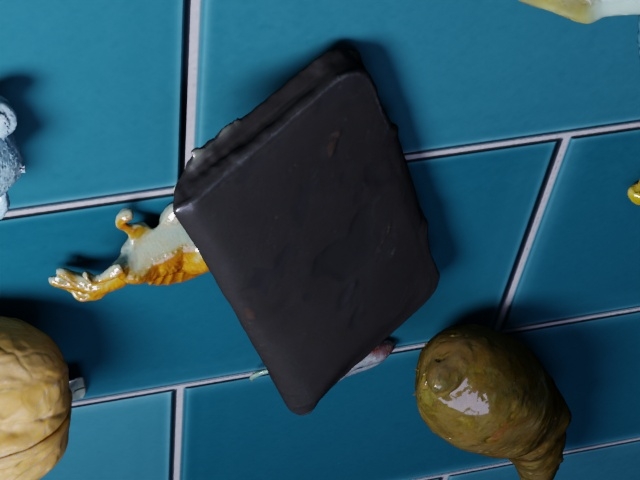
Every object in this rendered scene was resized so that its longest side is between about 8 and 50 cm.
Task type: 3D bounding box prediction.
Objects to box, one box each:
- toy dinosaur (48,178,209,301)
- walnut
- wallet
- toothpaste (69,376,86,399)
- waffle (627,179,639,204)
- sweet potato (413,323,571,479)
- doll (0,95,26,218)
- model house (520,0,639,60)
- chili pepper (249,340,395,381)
[{"bbox_3d":[-0.107,0.013,1.338,0.212,0.057,0.142,6,143,-31],"label":"toy dinosaur"},{"bbox_3d":[-0.309,0.142,1.351,0.197,0.165,0.165,-2,145,-27],"label":"walnut"},{"bbox_3d":[0.000,0.000,1.309,0.197,0.051,0.377,-43,149,-12],"label":"wallet"},{"bbox_3d":[-0.326,0.162,1.486,0.218,0.041,0.064,-13,160,-11],"label":"toothpaste"},{"bbox_3d":[0.451,-0.063,1.462,0.293,0.069,0.260,15,138,-41],"label":"waffle"},{"bbox_3d":[0.193,0.181,1.672,0.131,0.130,0.422,-24,152,11],"label":"sweet potato"},{"bbox_3d":[-0.301,-0.051,1.132,0.180,0.075,0.120,-5,143,-18],"label":"doll"},{"bbox_3d":[0.283,-0.223,1.075,0.325,0.194,0.267,-5,152,9],"label":"model house"},{"bbox_3d":[0.007,0.125,1.575,0.153,0.041,0.050,-5,-172,-18],"label":"chili pepper"}]
